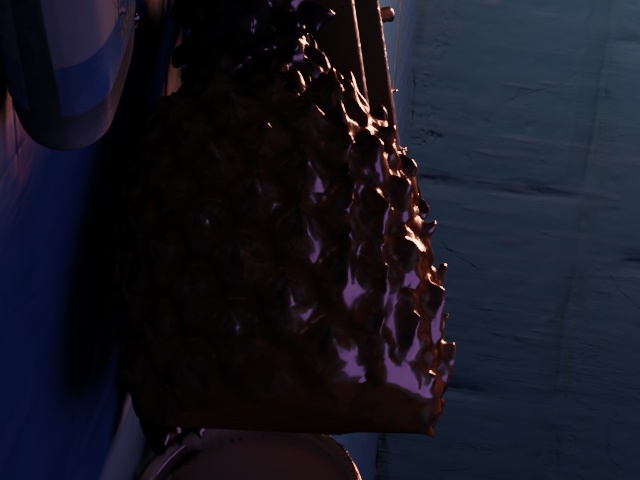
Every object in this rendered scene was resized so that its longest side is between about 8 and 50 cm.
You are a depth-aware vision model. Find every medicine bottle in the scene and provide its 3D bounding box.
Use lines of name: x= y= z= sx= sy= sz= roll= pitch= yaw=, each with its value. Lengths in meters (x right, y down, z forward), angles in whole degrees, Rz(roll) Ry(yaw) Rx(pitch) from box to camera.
medicine bottle: x=-0.113 y=-0.134 z=0.843 sx=0.208 sy=0.053 sz=0.090 roll=90 pitch=10 yaw=-51

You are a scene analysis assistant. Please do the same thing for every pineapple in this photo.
pineapple: x=-0.029 y=-0.058 z=1.170 sx=0.202 sy=0.202 sz=0.362 roll=63 pitch=23 yaw=-79

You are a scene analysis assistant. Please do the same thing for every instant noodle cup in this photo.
instant noodle cup: x=-0.040 y=0.237 z=1.383 sx=0.213 sy=0.213 sz=0.174 roll=-76 pitch=163 yaw=-46

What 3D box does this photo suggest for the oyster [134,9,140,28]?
oyster: x=-0.110 y=-0.122 z=1.051 sx=0.083 sy=0.019 sz=0.054 roll=85 pitch=14 yaw=-65

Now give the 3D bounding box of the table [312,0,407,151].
table: x=0.006 y=-0.054 z=1.312 sx=0.111 sy=0.121 sz=0.240 roll=-7 pitch=90 yaw=-61

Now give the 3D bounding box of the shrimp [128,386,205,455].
shrimp: x=-0.070 y=0.052 z=1.375 sx=0.222 sy=0.054 sz=0.290 roll=77 pitch=20 yaw=-48

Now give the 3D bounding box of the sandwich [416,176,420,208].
sandwich: x=0.000 y=0.000 z=1.591 sx=0.250 sy=0.162 sz=0.301 roll=26 pitch=69 yaw=-79
